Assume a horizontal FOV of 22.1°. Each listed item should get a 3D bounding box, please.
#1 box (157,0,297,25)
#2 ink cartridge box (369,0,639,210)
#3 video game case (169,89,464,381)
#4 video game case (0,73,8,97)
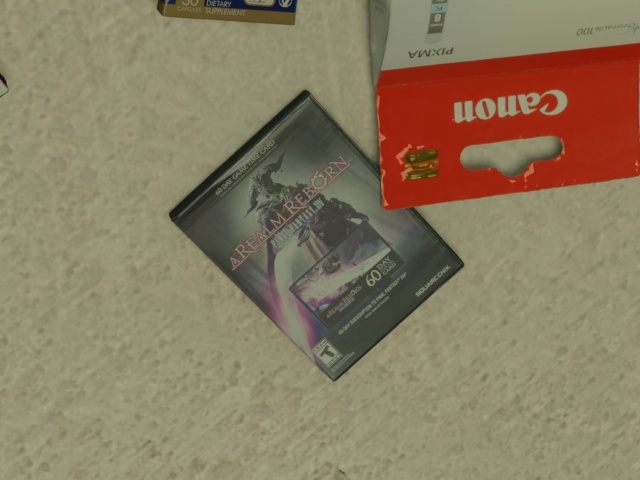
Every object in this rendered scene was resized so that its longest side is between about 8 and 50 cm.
[{"bbox_3d":[-0.080,-0.326,1.593,0.136,0.036,0.225,1,109,-16],"label":"box"},{"bbox_3d":[0.208,-0.221,1.676,0.308,0.091,0.385,-8,109,-13],"label":"ink cartridge box"},{"bbox_3d":[0.000,0.000,1.751,0.196,0.026,0.274,-42,117,3],"label":"video game case"},{"bbox_3d":[-0.449,-0.170,1.547,0.210,0.042,0.232,-37,116,1],"label":"video game case"}]
